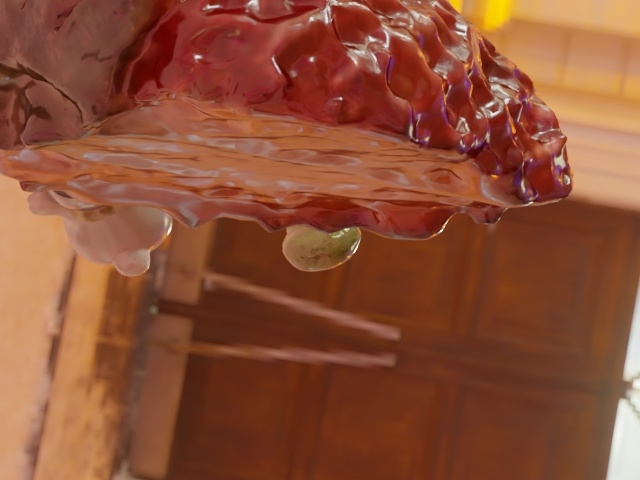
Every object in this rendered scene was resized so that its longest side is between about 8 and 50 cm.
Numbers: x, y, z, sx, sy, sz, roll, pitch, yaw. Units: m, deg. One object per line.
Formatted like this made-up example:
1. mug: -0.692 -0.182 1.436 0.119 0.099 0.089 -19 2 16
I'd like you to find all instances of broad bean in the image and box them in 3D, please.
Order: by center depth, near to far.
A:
1. broad bean: 0.000 0.000 1.383 0.083 0.063 0.045 -124 -159 -73

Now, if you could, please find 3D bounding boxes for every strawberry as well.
1. strawberry: -0.018 -0.095 0.919 0.265 0.336 0.149 -17 -114 55

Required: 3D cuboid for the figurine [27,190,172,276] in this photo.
1. figurine: -0.155 -0.048 1.114 0.081 0.098 0.146 -38 144 -7
